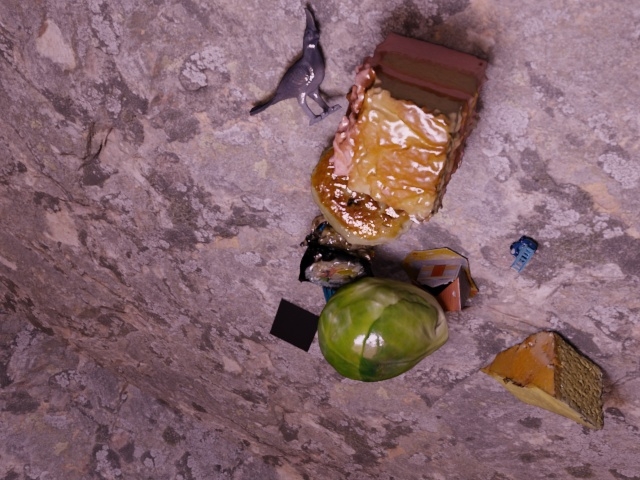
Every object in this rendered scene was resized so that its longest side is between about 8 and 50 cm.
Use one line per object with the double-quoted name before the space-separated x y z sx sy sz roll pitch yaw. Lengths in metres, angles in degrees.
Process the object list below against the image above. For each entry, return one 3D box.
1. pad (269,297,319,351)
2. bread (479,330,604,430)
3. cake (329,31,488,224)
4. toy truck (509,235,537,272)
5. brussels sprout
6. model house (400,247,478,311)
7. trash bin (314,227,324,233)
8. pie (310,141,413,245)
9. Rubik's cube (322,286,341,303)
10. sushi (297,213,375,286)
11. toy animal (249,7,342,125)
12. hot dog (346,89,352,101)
"pad" -0.096 0.317 2.487 0.170 0.006 0.246 25 139 4
"bread" 0.660 0.461 2.017 0.248 0.279 0.315 33 127 -14
"cake" 0.200 -0.271 1.523 0.293 0.307 0.314 23 138 10
"toy truck" 0.539 0.041 1.795 0.056 0.090 0.073 34 139 -4
"brussels sprout" 0.173 0.249 1.874 0.354 0.281 0.290 -5 128 -15
"model house" 0.332 0.144 1.979 0.219 0.136 0.207 -4 130 32
"trash bin" 0.000 0.000 2.096 0.060 0.043 0.092 17 136 15
"pie" 0.129 -0.135 1.773 0.314 0.092 0.316 1 101 7
"Rubik's cube" 0.105 0.223 2.118 0.233 0.229 0.228 44 130 -5
"sushi" 0.050 0.019 1.954 0.224 0.219 0.238 2 166 -1
"toy animal" -0.043 -0.385 1.707 0.206 0.081 0.367 48 138 7
"hot dog" 0.100 -0.349 1.702 0.058 0.035 0.083 -7 132 35
